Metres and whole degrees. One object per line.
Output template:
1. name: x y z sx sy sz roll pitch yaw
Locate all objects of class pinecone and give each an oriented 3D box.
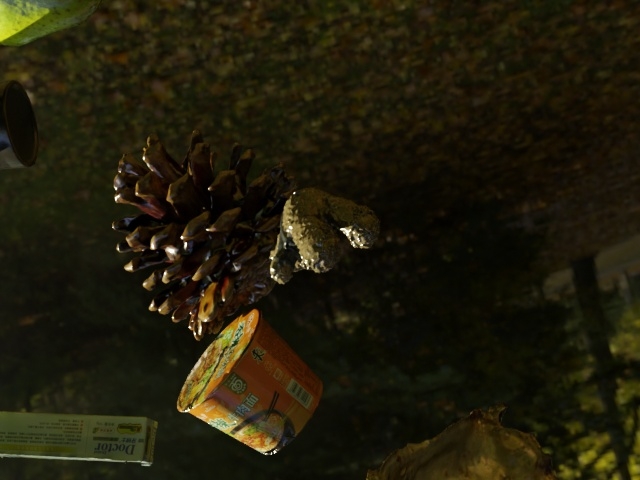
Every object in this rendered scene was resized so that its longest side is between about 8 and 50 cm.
1. pinecone: -0.212 -0.038 1.922 0.384 0.384 0.384 -15 172 -2

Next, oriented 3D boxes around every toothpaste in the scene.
1. toothpaste: -0.244 0.193 1.034 0.164 0.046 0.034 1 162 10

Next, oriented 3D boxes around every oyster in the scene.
1. oyster: 0.182 0.339 1.277 0.361 0.221 0.096 -16 142 -44

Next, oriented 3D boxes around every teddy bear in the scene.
1. teddy bear: -0.008 -0.019 1.659 0.182 0.129 0.251 -26 -179 -25

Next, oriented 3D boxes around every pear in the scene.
1. pear: -0.482 -0.469 1.920 0.292 0.159 0.292 -20 -144 15

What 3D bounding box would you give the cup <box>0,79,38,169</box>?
1. cup: -0.647 -0.184 1.978 0.177 0.239 0.166 -8 132 4

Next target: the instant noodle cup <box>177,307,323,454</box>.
1. instant noodle cup: -0.117 0.264 1.916 0.230 0.182 0.230 -45 -164 17
